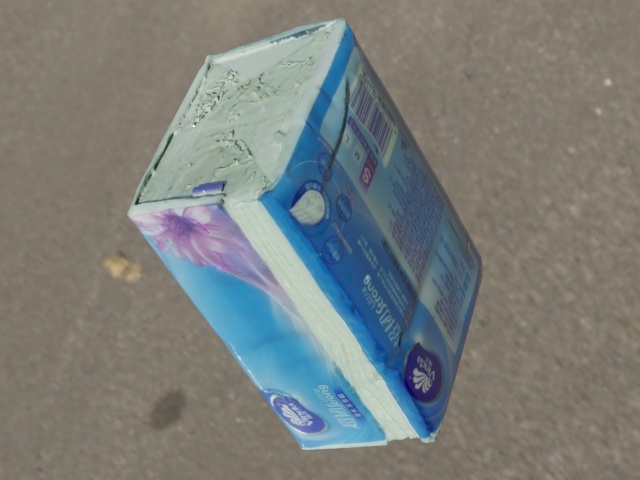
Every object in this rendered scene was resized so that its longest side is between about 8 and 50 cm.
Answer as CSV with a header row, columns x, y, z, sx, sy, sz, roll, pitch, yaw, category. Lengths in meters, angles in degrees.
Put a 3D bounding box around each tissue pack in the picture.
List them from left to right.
x,y,z,sx,sy,sz,roll,pitch,yaw,category
0.000,0.000,1.032,0.146,0.263,0.198,-10,40,30,tissue pack
